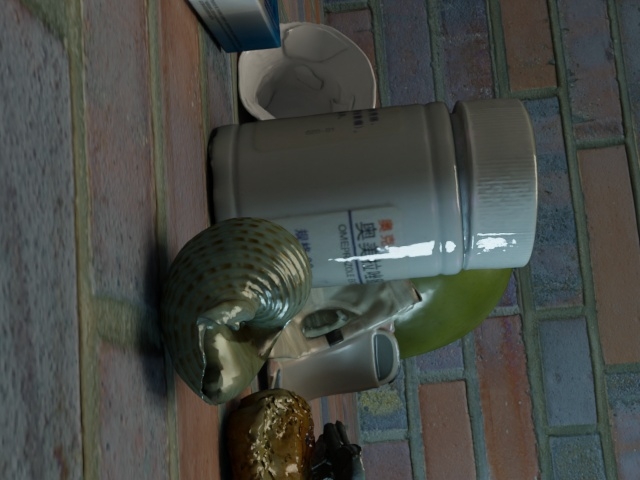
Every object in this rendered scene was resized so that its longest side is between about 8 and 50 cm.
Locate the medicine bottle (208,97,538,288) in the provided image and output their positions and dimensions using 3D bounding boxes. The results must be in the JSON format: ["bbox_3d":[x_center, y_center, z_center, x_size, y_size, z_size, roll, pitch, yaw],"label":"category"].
[{"bbox_3d":[0.060,-0.049,1.017,0.190,0.332,0.190,-5,90,-85],"label":"medicine bottle"}]

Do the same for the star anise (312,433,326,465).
[{"bbox_3d":[0.019,0.422,1.459,0.231,0.089,0.209,-98,168,-60],"label":"star anise"}]

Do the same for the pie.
[{"bbox_3d":[-0.032,0.303,0.990,0.308,0.085,0.308,170,-90,-90],"label":"pie"}]

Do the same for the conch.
[{"bbox_3d":[-0.073,0.051,0.728,0.153,0.102,0.135,-26,127,-50],"label":"conch"}]

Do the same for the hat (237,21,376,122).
[{"bbox_3d":[-0.026,-0.184,1.269,0.126,0.203,0.203,108,-19,-62],"label":"hat"}]

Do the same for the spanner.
[{"bbox_3d":[0.000,0.284,1.125,0.325,0.026,0.093,122,-42,-63],"label":"spanner"}]

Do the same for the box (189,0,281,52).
[{"bbox_3d":[-0.094,-0.298,1.010,0.194,0.073,0.139,40,46,-83],"label":"box"}]

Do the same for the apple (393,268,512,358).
[{"bbox_3d":[0.113,0.006,1.369,0.357,0.357,0.357,-5,90,-85],"label":"apple"}]

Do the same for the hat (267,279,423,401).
[{"bbox_3d":[0.001,0.118,1.210,0.226,0.219,0.164,113,-42,-57],"label":"hat"}]
